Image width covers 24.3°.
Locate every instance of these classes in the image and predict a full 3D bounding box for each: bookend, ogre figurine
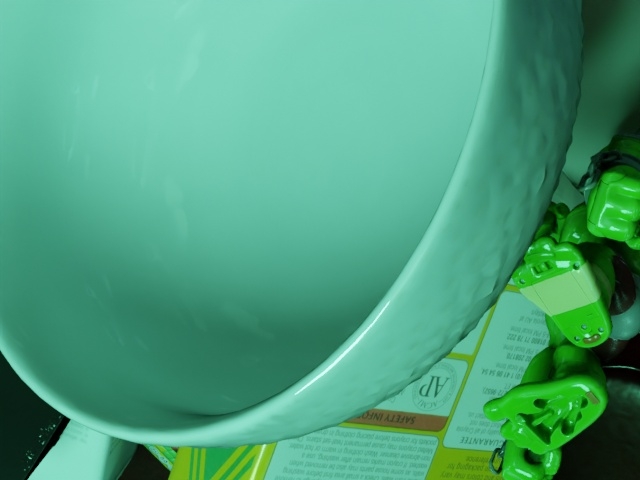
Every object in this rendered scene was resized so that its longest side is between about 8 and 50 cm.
[{"bbox_3d":[-0.221,0.062,0.965,0.157,0.072,0.156,34,123,-1],"label":"bookend"},{"bbox_3d":[0.135,0.027,0.749,0.097,0.118,0.197,3,123,24],"label":"ogre figurine"}]

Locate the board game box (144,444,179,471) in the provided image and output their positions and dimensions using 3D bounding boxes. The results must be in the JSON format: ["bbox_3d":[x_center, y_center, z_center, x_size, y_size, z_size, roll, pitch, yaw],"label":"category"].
[{"bbox_3d":[-0.030,0.168,1.056,0.170,0.048,0.141,48,143,-18],"label":"board game box"}]

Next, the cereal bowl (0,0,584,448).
[{"bbox_3d":[-0.018,-0.068,0.698,0.339,0.339,0.141,-24,154,32],"label":"cereal bowl"}]

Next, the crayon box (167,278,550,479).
[{"bbox_3d":[0.021,0.134,0.874,0.203,0.083,0.323,11,105,-36],"label":"crayon box"}]

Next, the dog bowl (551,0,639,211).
[{"bbox_3d":[0.231,-0.105,0.759,0.349,0.102,0.349,11,127,15],"label":"dog bowl"}]

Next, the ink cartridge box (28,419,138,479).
[{"bbox_3d":[-0.254,-0.021,1.026,0.308,0.091,0.385,20,121,8],"label":"ink cartridge box"}]
